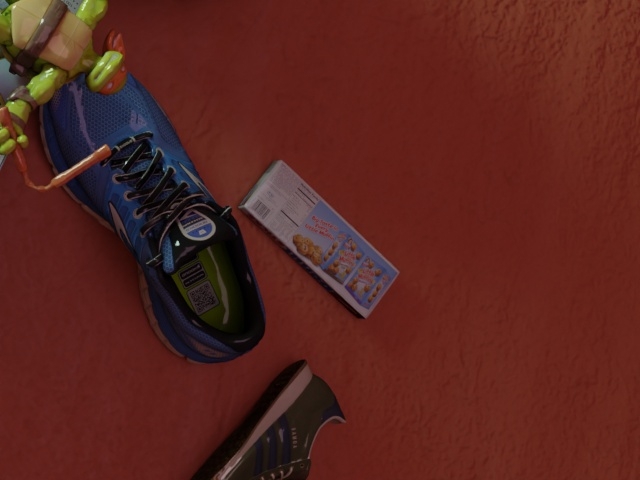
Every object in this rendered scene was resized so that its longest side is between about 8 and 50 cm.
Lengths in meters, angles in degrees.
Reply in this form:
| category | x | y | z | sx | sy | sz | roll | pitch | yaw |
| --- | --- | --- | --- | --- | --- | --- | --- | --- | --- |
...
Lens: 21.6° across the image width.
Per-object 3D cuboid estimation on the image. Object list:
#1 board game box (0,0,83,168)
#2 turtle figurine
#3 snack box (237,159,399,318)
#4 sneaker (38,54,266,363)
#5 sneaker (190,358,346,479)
| category | x | y | z | sx | sy | sz | roll | pitch | yaw |
| --- | --- | --- | --- | --- | --- | --- | --- | --- | --- |
| board game box | -0.381 | -0.195 | 1.412 | 0.318 | 0.066 | 0.318 | 38 | 43 | -20 |
| turtle figurine | -0.237 | -0.193 | 1.421 | 0.217 | 0.087 | 0.269 | 35 | 75 | -17 |
| snack box | 0.000 | 0.000 | 1.700 | 0.178 | 0.022 | 0.064 | 43 | 71 | -19 |
| sneaker | -0.140 | -0.033 | 1.563 | 0.130 | 0.147 | 0.330 | -36 | 104 | -22 |
| sneaker | -0.048 | 0.214 | 1.649 | 0.086 | 0.064 | 0.192 | 46 | 68 | -13 |
